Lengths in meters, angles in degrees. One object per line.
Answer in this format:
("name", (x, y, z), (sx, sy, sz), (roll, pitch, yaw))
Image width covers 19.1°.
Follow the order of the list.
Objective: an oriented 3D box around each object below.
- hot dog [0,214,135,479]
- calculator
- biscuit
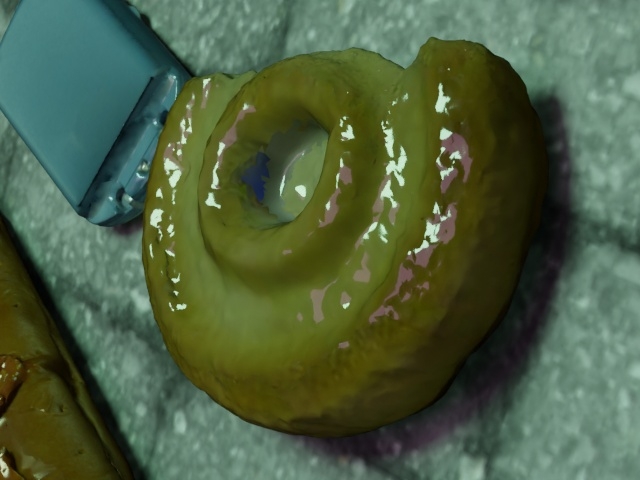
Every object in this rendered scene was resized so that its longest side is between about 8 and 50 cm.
("hot dog", (-0.237, 0.101, 1.231), (0.158, 0.117, 0.349), (-50, 51, 26))
("calculator", (-0.154, -0.101, 1.242), (0.210, 0.039, 0.121), (48, 114, 40))
("biscuit", (-0.001, 0.000, 1.034), (0.274, 0.091, 0.213), (-9, 74, 41))
